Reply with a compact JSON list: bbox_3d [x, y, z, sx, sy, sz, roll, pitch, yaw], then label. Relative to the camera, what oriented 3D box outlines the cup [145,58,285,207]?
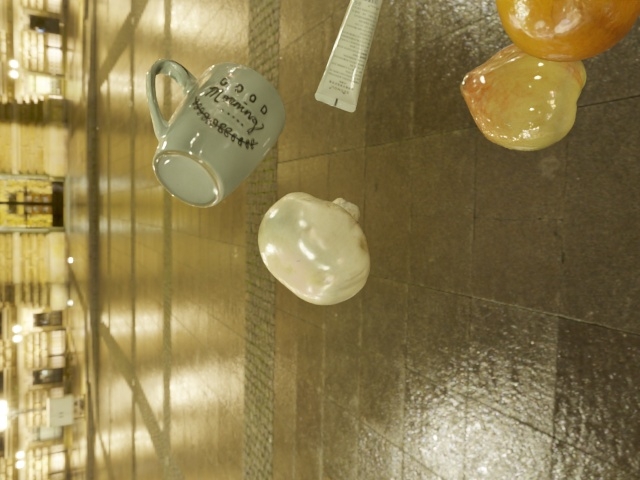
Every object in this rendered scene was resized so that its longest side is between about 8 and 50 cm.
[{"bbox_3d":[-0.219,-0.208,0.921,0.186,0.258,0.234,-34,23,47],"label":"cup"}]

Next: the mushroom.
[{"bbox_3d":[0.000,0.000,1.103,0.254,0.234,0.260,14,137,31],"label":"mushroom"}]

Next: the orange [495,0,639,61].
[{"bbox_3d":[0.232,-0.249,0.479,0.124,0.156,0.156,5,95,54],"label":"orange"}]

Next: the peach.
[{"bbox_3d":[0.387,-0.287,0.990,0.232,0.232,0.232,1,91,62],"label":"peach"}]

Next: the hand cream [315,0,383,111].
[{"bbox_3d":[0.061,-0.352,0.899,0.050,0.080,0.234,-61,-9,-72],"label":"hand cream"}]
